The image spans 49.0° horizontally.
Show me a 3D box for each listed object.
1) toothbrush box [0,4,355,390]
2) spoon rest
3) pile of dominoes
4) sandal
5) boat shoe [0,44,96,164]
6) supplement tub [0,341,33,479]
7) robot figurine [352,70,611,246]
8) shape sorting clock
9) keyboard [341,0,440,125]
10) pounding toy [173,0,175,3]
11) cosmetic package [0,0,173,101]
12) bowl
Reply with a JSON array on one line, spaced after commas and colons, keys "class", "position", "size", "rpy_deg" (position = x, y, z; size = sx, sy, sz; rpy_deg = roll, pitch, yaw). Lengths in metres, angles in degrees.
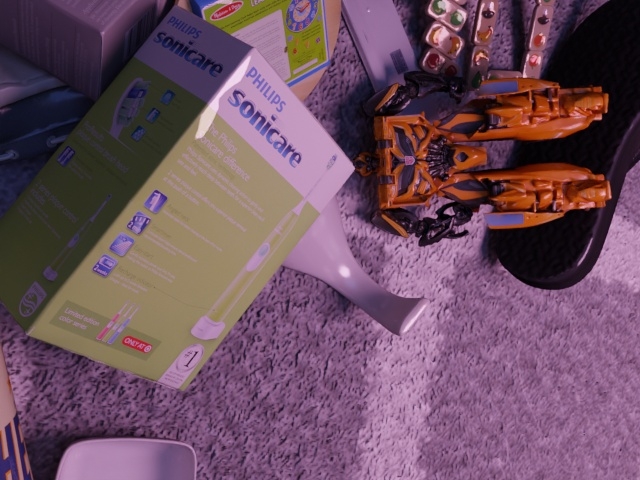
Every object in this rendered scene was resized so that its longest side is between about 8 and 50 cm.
[{"class": "toothbrush box", "position": [-0.129, -0.027, 0.642], "size": [0.283, 0.122, 0.206], "rpy_deg": [-52, 145, -2]}, {"class": "spoon rest", "position": [0.000, 0.000, 0.810], "size": [0.276, 0.084, 0.137], "rpy_deg": [45, 73, -6]}, {"class": "pile of dominoes", "position": [0.224, -0.304, 0.866], "size": [0.196, 0.040, 0.251], "rpy_deg": [-4, 113, -24]}, {"class": "sandal", "position": [0.370, -0.140, 0.943], "size": [0.107, 0.168, 0.445], "rpy_deg": [29, 87, -49]}, {"class": "boat shoe", "position": [-0.248, -0.141, 0.686], "size": [0.320, 0.116, 0.099], "rpy_deg": [-20, 146, -31]}, {"class": "supplement tub", "position": [-0.362, 0.168, 0.551], "size": [0.236, 0.235, 0.324], "rpy_deg": [-13, 98, -24]}, {"class": "robot figurine", "position": [0.184, -0.101, 0.829], "size": [0.291, 0.085, 0.210], "rpy_deg": [-5, 95, 0]}, {"class": "shape sorting clock", "position": [-0.061, -0.210, 0.703], "size": [0.206, 0.040, 0.206], "rpy_deg": [-30, 141, -28]}, {"class": "keyboard", "position": [0.089, -0.217, 0.869], "size": [0.072, 0.014, 0.255], "rpy_deg": [-31, 105, -26]}, {"class": "pounding toy", "position": [-0.063, -0.287, 0.749], "size": [0.206, 0.094, 0.180], "rpy_deg": [1, 92, -24]}, {"class": "cosmetic package", "position": [-0.257, -0.244, 0.606], "size": [0.238, 0.107, 0.127], "rpy_deg": [31, 58, -1]}, {"class": "bowl", "position": [-0.208, 0.268, 0.727], "size": [0.142, 0.053, 0.141], "rpy_deg": [9, 88, -26]}]
